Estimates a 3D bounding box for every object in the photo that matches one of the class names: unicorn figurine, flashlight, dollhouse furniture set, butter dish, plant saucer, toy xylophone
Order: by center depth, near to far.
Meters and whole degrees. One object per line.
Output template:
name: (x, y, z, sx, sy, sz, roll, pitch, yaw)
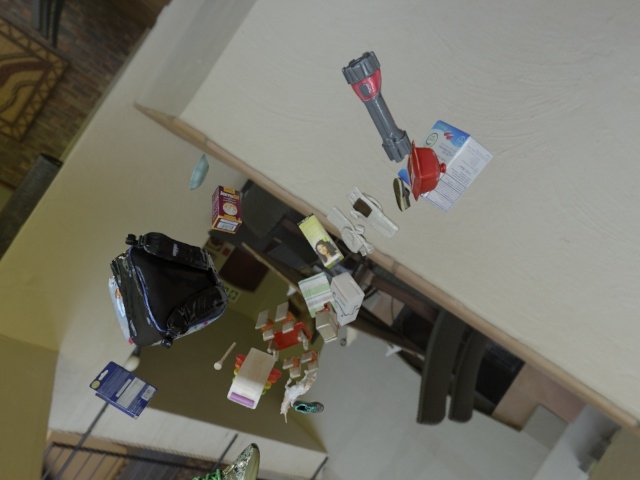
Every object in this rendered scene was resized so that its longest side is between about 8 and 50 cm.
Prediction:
flashlight: (0.174, -0.380, 1.202, 0.304, 0.103, 0.103, 55, 175, -28)
unicorn figurine: (-0.080, 0.481, 1.328, 0.060, 0.162, 0.111, 33, -150, -6)
butter dish: (0.351, -0.231, 1.364, 0.118, 0.160, 0.160, -6, 155, 4)
dollhouse furniture set: (-0.066, 0.326, 1.489, 0.135, 0.259, 0.262, -89, -26, -62)
toy xylophone: (-0.291, 0.524, 1.682, 0.236, 0.081, 0.322, 24, -166, 9)
plant saucer: (-0.582, -0.329, 2.038, 0.037, 0.195, 0.195, 22, -178, -8)

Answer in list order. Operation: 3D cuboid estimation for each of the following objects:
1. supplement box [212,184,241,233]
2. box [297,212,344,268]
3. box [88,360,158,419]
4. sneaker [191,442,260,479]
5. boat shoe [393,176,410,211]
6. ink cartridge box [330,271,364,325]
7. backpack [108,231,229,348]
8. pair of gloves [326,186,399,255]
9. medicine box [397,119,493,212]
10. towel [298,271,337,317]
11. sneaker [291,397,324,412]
supplement box: (-0.405, -0.134, 1.794, 0.104, 0.081, 0.188, 14, -134, -30)
box: (0.000, 0.000, 1.763, 0.232, 0.087, 0.058, 55, -173, 22)
box: (-0.785, 0.593, 1.663, 0.225, 0.036, 0.136, 35, -142, -6)
sneaker: (-0.354, 0.784, 1.275, 0.182, 0.410, 0.158, 47, 165, -17)
boat shoe: (0.296, -0.171, 1.501, 0.152, 0.049, 0.056, 71, 173, -48)
ink cartridge box: (0.108, 0.267, 1.907, 0.148, 0.085, 0.203, 52, 148, 32)
backpack: (-0.376, 0.135, 1.057, 0.263, 0.213, 0.277, -3, -111, -57)
pair of gloves: (0.126, -0.053, 1.371, 0.204, 0.042, 0.240, 50, 144, 2)
medicine box: (0.500, -0.308, 1.713, 0.149, 0.289, 0.263, 28, -162, -27)
towel: (-0.009, 0.212, 1.631, 0.023, 0.113, 0.152, 102, 147, -82)
sneaker: (-0.061, 0.823, 2.045, 0.166, 0.065, 0.076, 10, -178, -11)
